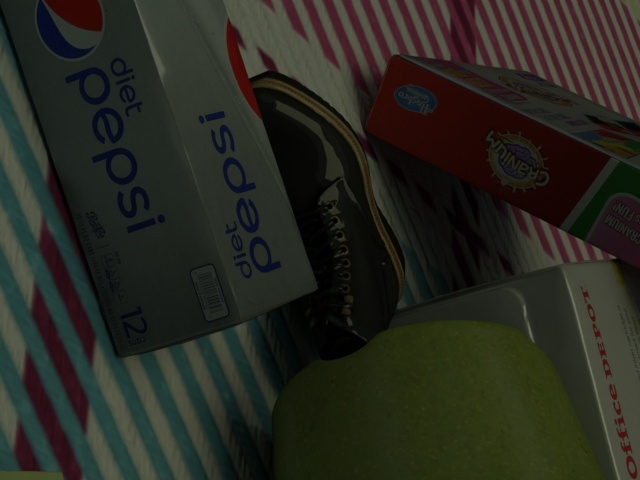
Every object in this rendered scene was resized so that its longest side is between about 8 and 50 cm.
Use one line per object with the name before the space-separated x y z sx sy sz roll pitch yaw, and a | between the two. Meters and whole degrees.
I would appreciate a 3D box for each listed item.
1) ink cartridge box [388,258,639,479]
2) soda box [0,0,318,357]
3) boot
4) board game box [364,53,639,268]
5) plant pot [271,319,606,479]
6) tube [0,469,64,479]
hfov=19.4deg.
ink cartridge box | 0.168 0.113 1.343 0.233 0.168 0.171 -1 75 -59
soda box | -0.101 -0.085 1.082 0.098 0.091 0.286 -20 92 -60
boot | 0.000 0.000 1.194 0.198 0.077 0.137 53 23 -28
board game box | 0.225 -0.047 1.414 0.242 0.316 0.064 -2 117 -59
plant pot | 0.078 0.196 1.099 0.276 0.276 0.254 32 37 -48
tube | -0.147 0.223 0.881 0.070 0.062 0.240 71 8 -69
